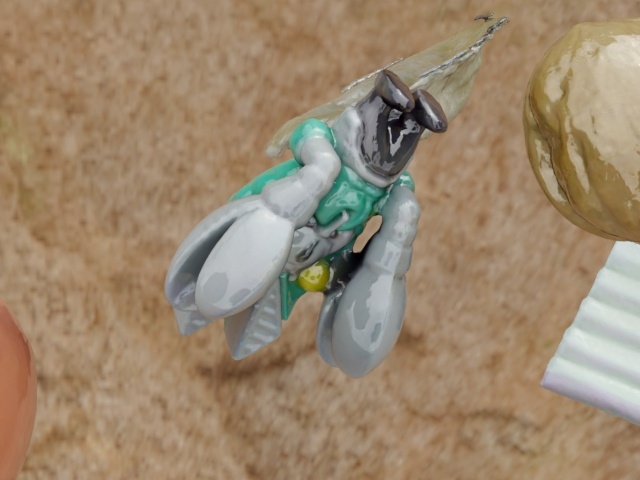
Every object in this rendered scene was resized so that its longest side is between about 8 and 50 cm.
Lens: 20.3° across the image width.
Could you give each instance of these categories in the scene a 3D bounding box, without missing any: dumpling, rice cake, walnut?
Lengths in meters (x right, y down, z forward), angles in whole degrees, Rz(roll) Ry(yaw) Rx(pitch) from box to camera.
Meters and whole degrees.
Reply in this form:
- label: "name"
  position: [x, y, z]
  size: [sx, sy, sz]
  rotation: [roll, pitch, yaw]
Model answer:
- label: "dumpling"
  position: [0.108, -0.156, 1.942]
  size: [0.332, 0.166, 0.086]
  rotation: [-34, 110, -25]
- label: "rice cake"
  position: [0.334, 0.103, 1.682]
  size: [0.198, 0.037, 0.189]
  rotation: [30, 80, 18]
- label: "walnut"
  position: [0.217, -0.077, 1.246]
  size: [0.149, 0.166, 0.166]
  rotation: [-24, 69, 12]

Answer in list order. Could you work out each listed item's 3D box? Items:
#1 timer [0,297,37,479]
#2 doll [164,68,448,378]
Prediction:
- label: "timer"
  position: [-0.291, 0.104, 1.070]
  size: [0.230, 0.229, 0.215]
  rotation: [31, 68, 6]
- label: "doll"
  position: [-0.019, -0.004, 1.333]
  size: [0.195, 0.258, 0.153]
  rotation: [4, 35, -16]
